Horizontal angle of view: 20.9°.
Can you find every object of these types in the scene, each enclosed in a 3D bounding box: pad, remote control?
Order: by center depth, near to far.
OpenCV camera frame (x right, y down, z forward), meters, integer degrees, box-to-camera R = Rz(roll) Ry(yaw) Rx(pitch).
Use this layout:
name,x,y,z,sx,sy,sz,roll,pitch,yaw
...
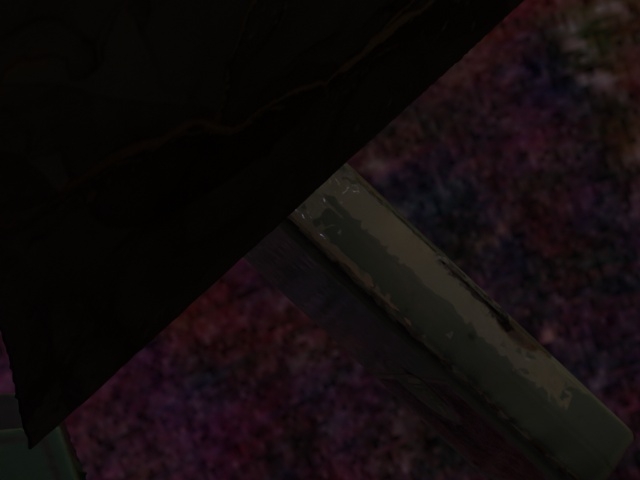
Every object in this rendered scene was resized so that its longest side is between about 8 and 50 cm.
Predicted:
name,x,y,z,sx,sy,sz,roll,pitch,yaw
pad,0.000,-0.141,0.351,0.007,0.367,0.247,30,55,26
remote control,0.001,-0.001,0.831,0.050,0.344,0.145,-50,11,-12

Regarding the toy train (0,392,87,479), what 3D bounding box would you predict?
name,x,y,z,sx,sy,sz,roll,pitch,yaw
toy train,-0.216,0.213,1.063,0.249,0.178,0.429,-4,35,-21
